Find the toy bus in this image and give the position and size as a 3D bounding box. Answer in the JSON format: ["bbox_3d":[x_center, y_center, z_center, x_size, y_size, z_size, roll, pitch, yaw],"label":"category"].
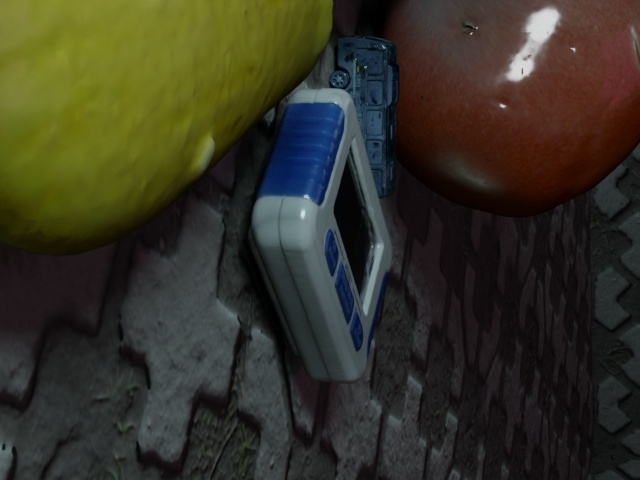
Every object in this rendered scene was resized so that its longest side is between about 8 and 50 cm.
[{"bbox_3d":[0.047,-0.126,1.261,0.047,0.065,0.166,-28,120,-66],"label":"toy bus"}]

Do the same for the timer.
[{"bbox_3d":[0.000,0.000,1.133,0.253,0.078,0.178,71,27,-48],"label":"timer"}]

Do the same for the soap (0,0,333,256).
[{"bbox_3d":[-0.114,-0.165,0.738,0.427,0.115,0.306,-43,137,-62],"label":"soap"}]

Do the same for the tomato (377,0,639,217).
[{"bbox_3d":[0.218,-0.201,1.358,0.273,0.341,0.341,38,56,-51],"label":"tomato"}]
